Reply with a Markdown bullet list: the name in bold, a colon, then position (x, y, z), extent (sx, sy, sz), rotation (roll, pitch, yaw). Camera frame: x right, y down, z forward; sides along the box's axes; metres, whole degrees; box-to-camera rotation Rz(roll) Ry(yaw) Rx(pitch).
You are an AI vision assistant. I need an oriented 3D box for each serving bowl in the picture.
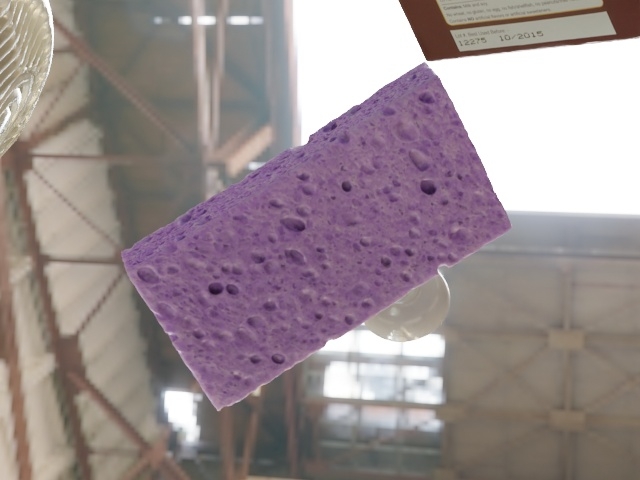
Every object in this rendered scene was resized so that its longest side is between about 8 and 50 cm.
- **serving bowl**: position (0.074, 0.049, 1.384), extent (0.027, 0.083, 0.083), rotation (73, -156, -56)

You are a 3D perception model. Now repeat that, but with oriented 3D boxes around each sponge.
- **sponge**: position (0.000, 0.000, 0.898), extent (0.117, 0.210, 0.031), rotation (59, 178, -33)

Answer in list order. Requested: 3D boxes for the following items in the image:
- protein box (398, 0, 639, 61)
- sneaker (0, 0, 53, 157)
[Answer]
- **protein box**: position (0.108, -0.224, 0.710), extent (0.200, 0.136, 0.201), rotation (-48, -57, -35)
- **sneaker**: position (-0.198, -0.030, 0.545), extent (0.131, 0.148, 0.350), rotation (-62, 10, -25)
